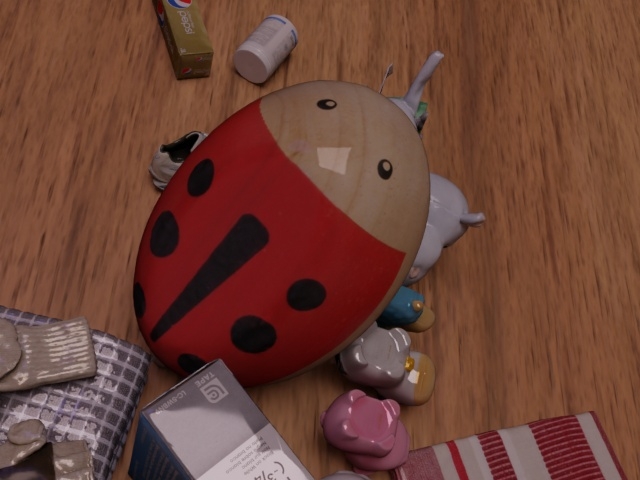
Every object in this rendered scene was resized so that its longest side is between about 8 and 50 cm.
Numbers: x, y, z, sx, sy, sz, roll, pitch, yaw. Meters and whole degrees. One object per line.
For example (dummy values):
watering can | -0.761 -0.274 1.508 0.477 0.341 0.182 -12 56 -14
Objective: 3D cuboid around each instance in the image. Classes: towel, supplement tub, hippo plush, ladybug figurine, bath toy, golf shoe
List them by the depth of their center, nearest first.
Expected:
towel | -0.363 0.197 0.854 0.284 0.121 0.235 17 57 -5
ladybug figurine | -0.071 0.011 0.878 0.305 0.449 0.162 45 21 10
bath toy | 0.059 0.228 0.948 0.151 0.129 0.348 26 56 -11
towel | 0.271 0.363 0.981 0.329 0.037 0.237 -6 61 -20
hippo plush | 0.090 -0.068 1.082 0.236 0.234 0.294 45 71 -23
golf shoe | -0.168 -0.131 1.117 0.176 0.086 0.069 -25 68 -28
supplement tub | -0.091 -0.322 1.257 0.071 0.071 0.107 32 58 4

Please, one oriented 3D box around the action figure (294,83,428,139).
action figure | 0.059 -0.213 1.244 0.232 0.063 0.137 16 61 -2

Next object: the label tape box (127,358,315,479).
label tape box | -0.064 0.320 0.794 0.106 0.240 0.333 -33 74 -30

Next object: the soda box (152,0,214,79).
soda box | -0.230 -0.357 1.244 0.058 0.061 0.181 -11 64 -21

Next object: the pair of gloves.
pair of gloves | -0.337 0.184 0.776 0.204 0.042 0.240 0 58 -17
